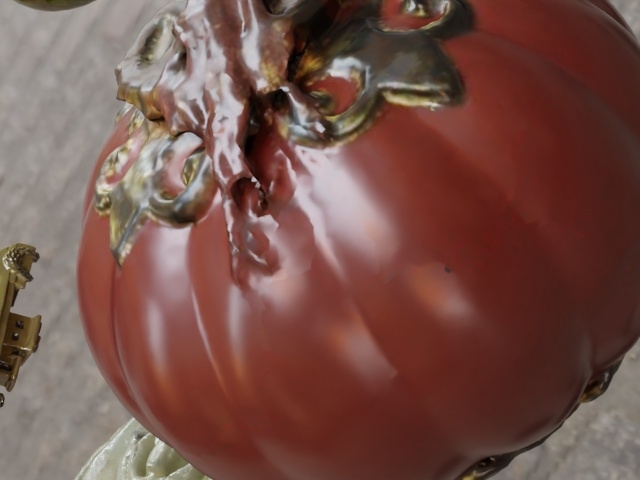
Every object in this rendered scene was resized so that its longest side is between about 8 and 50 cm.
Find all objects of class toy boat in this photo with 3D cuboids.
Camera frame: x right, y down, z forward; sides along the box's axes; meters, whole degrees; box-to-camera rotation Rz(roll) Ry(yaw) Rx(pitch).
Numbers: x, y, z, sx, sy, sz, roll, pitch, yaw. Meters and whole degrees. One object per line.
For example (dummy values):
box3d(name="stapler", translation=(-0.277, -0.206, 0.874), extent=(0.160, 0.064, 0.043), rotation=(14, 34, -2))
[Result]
box3d(name="toy boat", translation=(-0.310, 0.096, 1.451), extent=(0.064, 0.072, 0.206), rotation=(132, 149, -53))

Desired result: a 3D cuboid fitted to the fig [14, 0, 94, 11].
box3d(name="fig", translation=(-0.246, -0.341, 1.409), extent=(0.203, 0.203, 0.225), rotation=(-29, 40, 39))

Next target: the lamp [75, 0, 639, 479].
box3d(name="lamp", translation=(0.016, -0.015, 0.531), extent=(0.227, 0.227, 0.227), rotation=(-28, 50, 40))

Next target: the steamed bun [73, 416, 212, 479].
box3d(name="steamed bun", translation=(-0.076, 0.172, 0.932), extent=(0.211, 0.144, 0.218), rotation=(-46, 43, -14))
